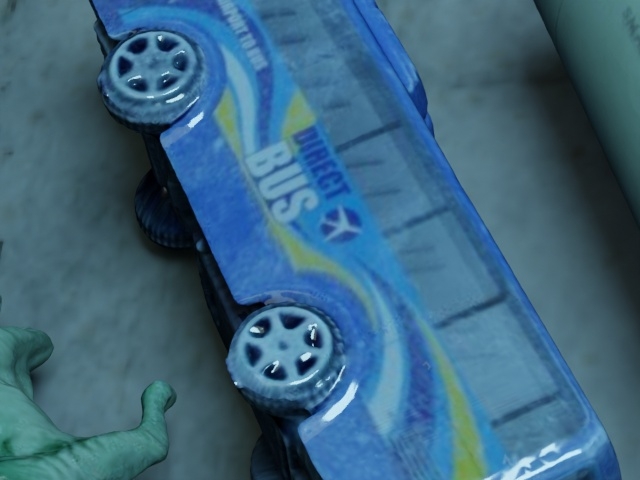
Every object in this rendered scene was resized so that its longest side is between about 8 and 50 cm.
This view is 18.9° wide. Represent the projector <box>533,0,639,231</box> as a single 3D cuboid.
[{"bbox_3d":[0.151,0.031,0.475,0.108,0.108,0.337,-24,57,8],"label":"projector"}]

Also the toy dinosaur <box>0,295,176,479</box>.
[{"bbox_3d":[-0.047,0.153,0.492,0.129,0.076,0.383,8,43,-22],"label":"toy dinosaur"}]

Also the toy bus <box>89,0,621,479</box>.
[{"bbox_3d":[0.002,0.001,0.572,0.094,0.079,0.236,-21,57,-9],"label":"toy bus"}]
